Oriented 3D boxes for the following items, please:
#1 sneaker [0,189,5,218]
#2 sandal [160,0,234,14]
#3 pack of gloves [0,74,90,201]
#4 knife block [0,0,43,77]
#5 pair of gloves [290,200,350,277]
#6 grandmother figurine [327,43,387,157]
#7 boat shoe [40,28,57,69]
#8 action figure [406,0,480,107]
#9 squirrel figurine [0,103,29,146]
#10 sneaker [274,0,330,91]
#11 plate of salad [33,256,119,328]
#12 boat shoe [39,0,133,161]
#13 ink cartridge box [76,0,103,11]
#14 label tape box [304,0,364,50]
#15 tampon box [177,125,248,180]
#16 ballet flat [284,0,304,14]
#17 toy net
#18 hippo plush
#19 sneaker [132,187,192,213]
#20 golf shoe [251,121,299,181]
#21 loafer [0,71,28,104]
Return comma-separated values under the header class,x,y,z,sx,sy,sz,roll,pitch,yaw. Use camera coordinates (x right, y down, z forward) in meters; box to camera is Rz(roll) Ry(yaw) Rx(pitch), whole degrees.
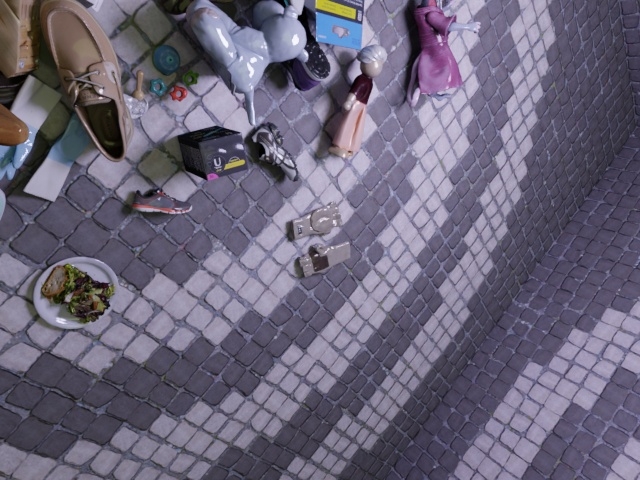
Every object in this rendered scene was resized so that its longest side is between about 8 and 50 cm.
class,x,y,z,sx,sy,sz,roll,pitch,yaw
sneaker,-0.755,-0.001,0.978,0.256,0.151,0.094,-53,128,-10
sandal,-0.288,-0.615,1.160,0.219,0.060,0.090,-27,116,-9
pack of gloves,-0.603,-0.208,1.033,0.232,0.046,0.195,-61,154,-2
knife block,-0.663,-0.478,0.879,0.242,0.088,0.275,15,114,-8
pair of gloves,0.000,0.000,1.615,0.204,0.042,0.240,-26,119,-23
grandmother figurine,0.120,-0.436,1.465,0.104,0.208,0.342,19,110,1
boat shoe,-0.549,-0.410,1.034,0.081,0.068,0.228,-38,131,20
action figure,0.374,-0.679,1.582,0.276,0.248,0.370,-19,118,7
squirrel figurine,-0.810,-0.142,0.828,0.397,0.281,0.370,38,115,0
sneaker,-0.089,-0.554,1.303,0.107,0.124,0.283,-28,97,-38
plate of salad,-0.619,0.139,1.200,0.200,0.048,0.200,-14,114,-33
boat shoe,-0.483,-0.330,1.000,0.121,0.110,0.341,-16,134,-7
ink cartridge box,-0.517,-0.562,0.983,0.143,0.090,0.092,23,92,-39
label tape box,0.025,-0.709,1.280,0.240,0.106,0.333,-20,120,-52
tampon box,-0.285,-0.232,1.235,0.120,0.161,0.101,-22,119,-28
ballet flat,-0.098,-0.759,1.120,0.139,0.139,0.400,-30,102,-24
toy net,-0.417,-0.371,1.163,0.232,0.045,0.122,-48,130,-10
hippo plush,-0.162,-0.492,1.124,0.236,0.294,0.234,-31,146,0
sneaker,-0.417,-0.107,1.252,0.158,0.061,0.065,1,100,-38
golf shoe,-0.136,-0.251,1.405,0.094,0.077,0.198,-34,118,-9
loafer,-0.697,-0.320,0.935,0.220,0.080,0.078,-15,132,-32
